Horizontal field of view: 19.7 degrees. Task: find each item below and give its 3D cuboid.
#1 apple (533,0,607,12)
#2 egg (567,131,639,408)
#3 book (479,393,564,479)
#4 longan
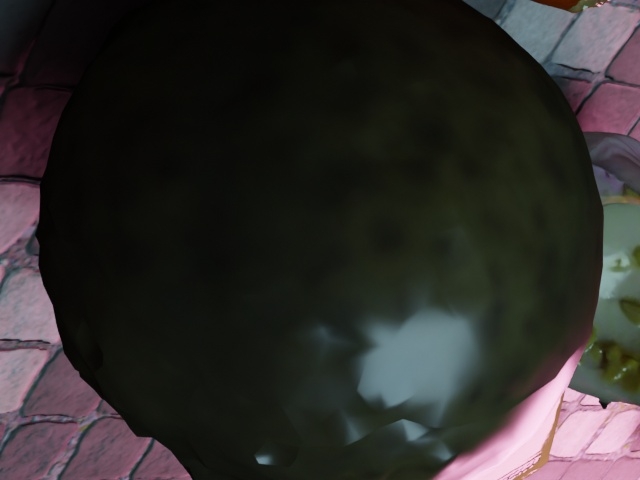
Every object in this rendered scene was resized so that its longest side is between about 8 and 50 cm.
[{"bbox_3d":[0.174,-0.246,1.326,0.156,0.147,0.158,-54,171,-38],"label":"apple"},{"bbox_3d":[0.244,-0.004,1.652,0.162,0.206,0.271,-48,133,-41],"label":"egg"},{"bbox_3d":[0.161,0.177,1.908,0.239,0.035,0.352,-24,143,-21],"label":"book"},{"bbox_3d":[0.000,0.000,1.245,0.391,0.391,0.391,-24,144,-19],"label":"longan"}]
